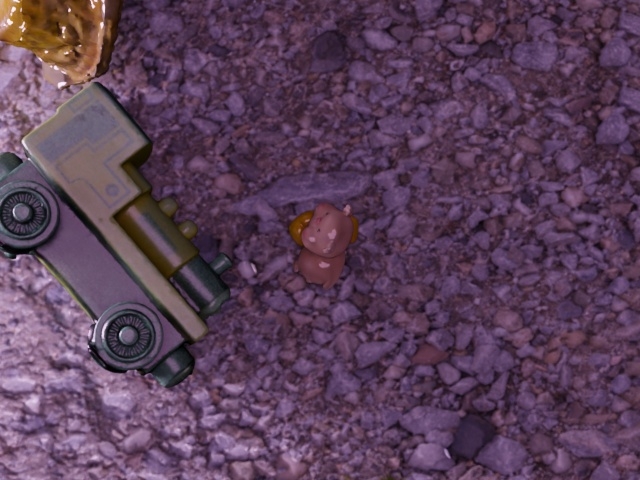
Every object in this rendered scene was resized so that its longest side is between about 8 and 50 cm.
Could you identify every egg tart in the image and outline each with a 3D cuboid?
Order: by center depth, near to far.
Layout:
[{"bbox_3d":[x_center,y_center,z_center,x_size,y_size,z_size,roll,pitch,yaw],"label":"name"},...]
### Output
[{"bbox_3d":[-0.349,-0.340,1.141,0.129,0.341,0.341,-24,87,-36],"label":"egg tart"}]

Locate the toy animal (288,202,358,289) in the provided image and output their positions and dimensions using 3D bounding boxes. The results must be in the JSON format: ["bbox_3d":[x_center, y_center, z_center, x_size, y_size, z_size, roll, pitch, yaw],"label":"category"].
[{"bbox_3d":[0.000,0.000,1.272,0.091,0.082,0.114,24,83,-2],"label":"toy animal"}]

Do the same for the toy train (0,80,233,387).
[{"bbox_3d":[-0.255,0.006,1.217,0.237,0.150,0.369,-41,91,-15],"label":"toy train"}]
